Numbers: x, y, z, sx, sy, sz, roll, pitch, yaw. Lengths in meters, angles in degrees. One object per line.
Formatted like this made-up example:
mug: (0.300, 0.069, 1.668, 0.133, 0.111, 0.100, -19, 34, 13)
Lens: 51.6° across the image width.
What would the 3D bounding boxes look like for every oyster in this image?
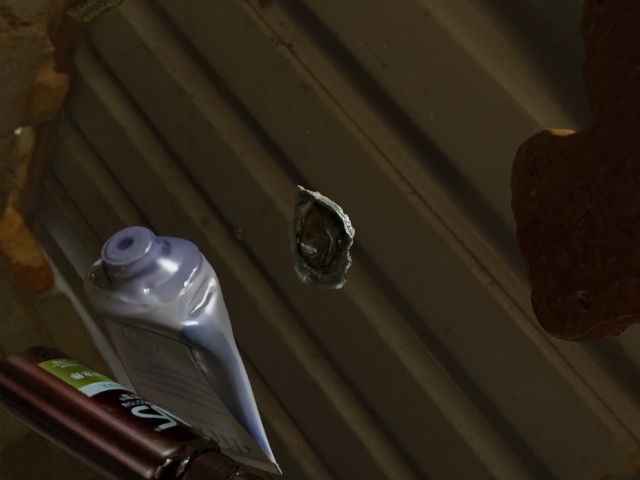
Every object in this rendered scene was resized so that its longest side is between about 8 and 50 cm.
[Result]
oyster: (-0.001, 0.000, 0.744, 0.098, 0.037, 0.100, 22, -81, 25)

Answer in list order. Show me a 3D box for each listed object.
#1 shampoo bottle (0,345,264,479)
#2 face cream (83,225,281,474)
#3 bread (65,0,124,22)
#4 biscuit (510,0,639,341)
shampoo bottle: (-0.212, 0.214, 0.722, 0.322, 0.129, 0.084, 20, -92, 26)
face cream: (-0.189, 0.159, 0.888, 0.234, 0.137, 0.421, 10, -47, 25)
bread: (-0.256, -0.313, 0.773, 0.090, 0.035, 0.095, -12, -113, 35)
biscuit: (0.238, -0.069, 0.523, 0.277, 0.052, 0.262, 122, -39, -59)
